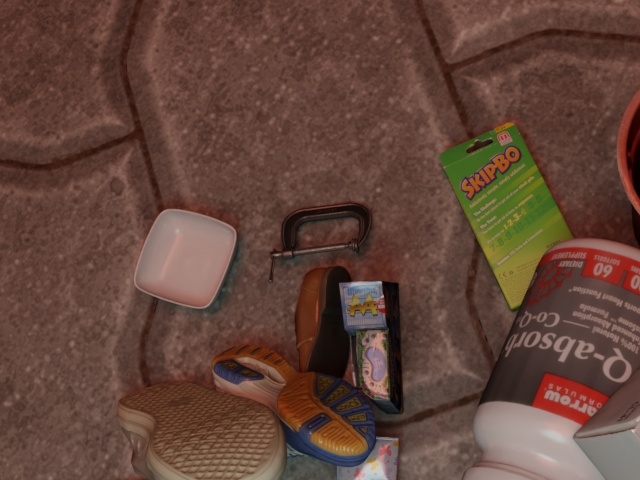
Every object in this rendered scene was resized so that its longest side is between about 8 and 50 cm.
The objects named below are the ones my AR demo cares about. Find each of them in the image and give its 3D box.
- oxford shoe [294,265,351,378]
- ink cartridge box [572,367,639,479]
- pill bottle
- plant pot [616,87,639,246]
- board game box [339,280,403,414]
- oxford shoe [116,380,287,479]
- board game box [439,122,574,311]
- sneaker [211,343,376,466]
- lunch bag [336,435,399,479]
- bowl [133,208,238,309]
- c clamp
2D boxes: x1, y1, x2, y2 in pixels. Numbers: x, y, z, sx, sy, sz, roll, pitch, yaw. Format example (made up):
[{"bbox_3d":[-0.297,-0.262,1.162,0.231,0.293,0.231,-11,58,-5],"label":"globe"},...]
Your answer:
[{"bbox_3d":[-0.006,0.143,1.484,0.076,0.076,0.212,-3,72,43],"label":"oxford shoe"},{"bbox_3d":[0.465,0.260,1.123,0.226,0.131,0.306,-37,87,-25],"label":"ink cartridge box"},{"bbox_3d":[0.315,0.196,1.275,0.210,0.210,0.363,20,66,18],"label":"pill bottle"},{"bbox_3d":[0.512,-0.065,1.316,0.273,0.265,0.272,-4,72,11],"label":"plant pot"},{"bbox_3d":[0.070,0.128,1.393,0.060,0.194,0.194,-4,72,11],"label":"board game box"},{"bbox_3d":[-0.152,0.278,1.319,0.169,0.449,0.130,-14,97,-24],"label":"oxford shoe"},{"bbox_3d":[0.277,-0.038,1.483,0.124,0.039,0.259,-24,72,4],"label":"board game box"},{"bbox_3d":[-0.032,0.245,1.385,0.112,0.131,0.296,-19,28,-34],"label":"sneaker"},{"bbox_3d":[0.065,0.303,1.417,0.083,0.053,0.071,3,76,4],"label":"lunch bag"},{"bbox_3d":[-0.198,0.031,1.559,0.142,0.053,0.142,16,78,17],"label":"bowl"},{"bbox_3d":[0.000,0.000,1.524,0.161,0.022,0.137,-12,46,7],"label":"c clamp"}]
